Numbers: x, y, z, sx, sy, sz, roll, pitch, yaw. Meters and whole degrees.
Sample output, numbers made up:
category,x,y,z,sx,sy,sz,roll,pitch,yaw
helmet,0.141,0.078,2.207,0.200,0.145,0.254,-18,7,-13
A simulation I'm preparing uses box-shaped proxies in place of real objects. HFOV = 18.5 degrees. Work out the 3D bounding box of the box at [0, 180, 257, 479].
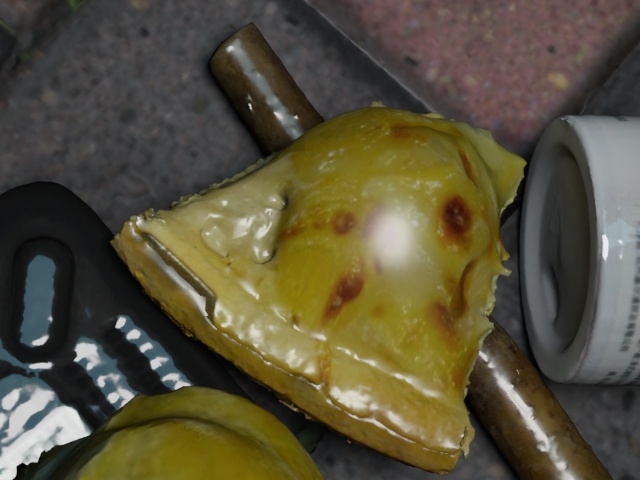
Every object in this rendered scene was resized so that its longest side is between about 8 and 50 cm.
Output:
category,x,y,z,sx,sy,sz,roll,pitch,yaw
box,-0.159,0.151,0.978,0.290,0.073,0.289,-38,89,-15

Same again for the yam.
category,x,y,z,sx,sy,sz,roll,pitch,yaw
yam,0.049,0.019,1.060,0.327,0.045,0.045,53,35,3

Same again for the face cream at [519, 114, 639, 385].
category,x,y,z,sx,sy,sz,roll,pitch,yaw
face cream,0.302,0.007,1.061,0.370,0.145,0.145,0,79,-12

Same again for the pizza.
category,x,y,z,sx,sy,sz,roll,pitch,yaw
pizza,0.008,-0.004,0.992,0.204,0.080,0.188,24,67,-7

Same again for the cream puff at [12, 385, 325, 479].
category,x,y,z,sx,sy,sz,roll,pitch,yaw
cream puff,-0.066,0.240,0.806,0.270,0.274,0.323,37,79,-8
